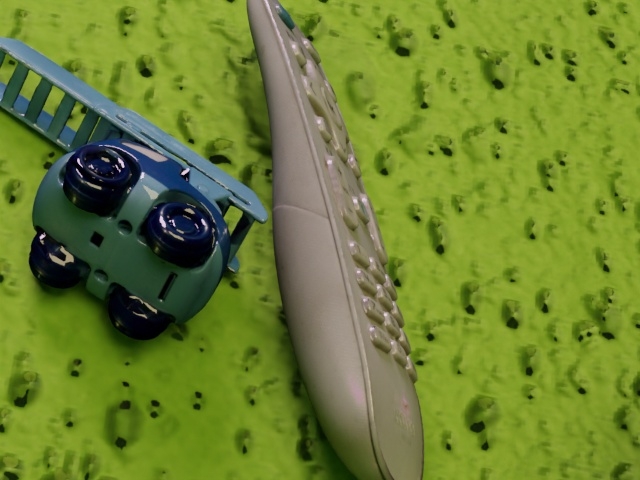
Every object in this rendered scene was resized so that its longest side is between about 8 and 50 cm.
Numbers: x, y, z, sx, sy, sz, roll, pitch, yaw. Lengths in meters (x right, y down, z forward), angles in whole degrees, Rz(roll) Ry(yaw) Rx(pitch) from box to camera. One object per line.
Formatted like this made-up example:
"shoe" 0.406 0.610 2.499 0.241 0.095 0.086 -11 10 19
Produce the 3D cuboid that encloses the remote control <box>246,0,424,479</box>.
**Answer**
"remote control" 0.000 0.000 0.791 0.044 0.073 0.229 -22 64 14

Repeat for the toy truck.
"toy truck" -0.092 -0.024 0.767 0.136 0.063 0.074 34 36 2
